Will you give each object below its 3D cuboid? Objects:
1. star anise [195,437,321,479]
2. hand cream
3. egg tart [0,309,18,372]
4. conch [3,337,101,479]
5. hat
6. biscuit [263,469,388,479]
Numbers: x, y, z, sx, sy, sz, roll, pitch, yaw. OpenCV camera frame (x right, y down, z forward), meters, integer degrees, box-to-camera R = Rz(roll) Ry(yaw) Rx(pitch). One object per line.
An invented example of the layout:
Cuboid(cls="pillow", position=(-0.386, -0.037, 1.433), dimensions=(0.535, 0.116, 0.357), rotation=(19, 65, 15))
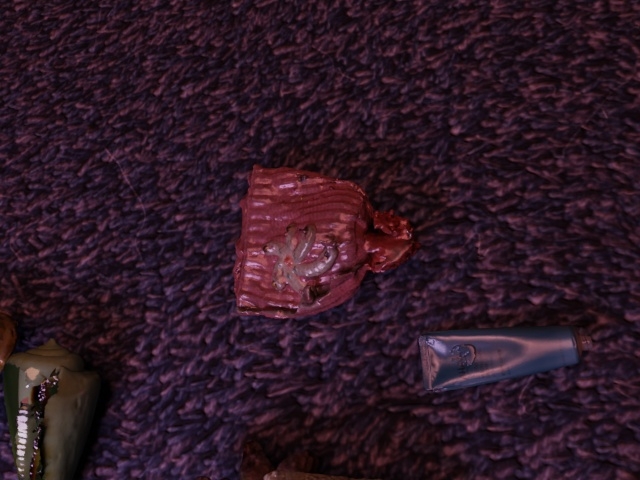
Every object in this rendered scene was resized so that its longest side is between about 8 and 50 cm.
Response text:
Cuboid(cls="star anise", position=(-0.063, 0.363, 0.756), dimensions=(0.223, 0.109, 0.236), rotation=(-29, 63, -24))
Cuboid(cls="hand cream", position=(0.245, 0.150, 0.820), dimensions=(0.224, 0.048, 0.083), rotation=(-11, 72, 15))
Cuboid(cls="egg tart", position=(-0.576, 0.185, 0.926), dimensions=(0.232, 0.098, 0.252), rotation=(-41, 38, -11))
Cuboid(cls="conch", position=(-0.393, 0.269, 0.873), dimensions=(0.143, 0.137, 0.251), rotation=(-15, 63, 32))
Cuboid(cls="hat", position=(0.000, 0.000, 0.889), dimensions=(0.286, 0.107, 0.237), rotation=(3, 83, 19))
Cuboid(cls="biscuit", position=(0.051, 0.355, 0.714), dimensions=(0.252, 0.052, 0.150), rotation=(13, 58, -16))
